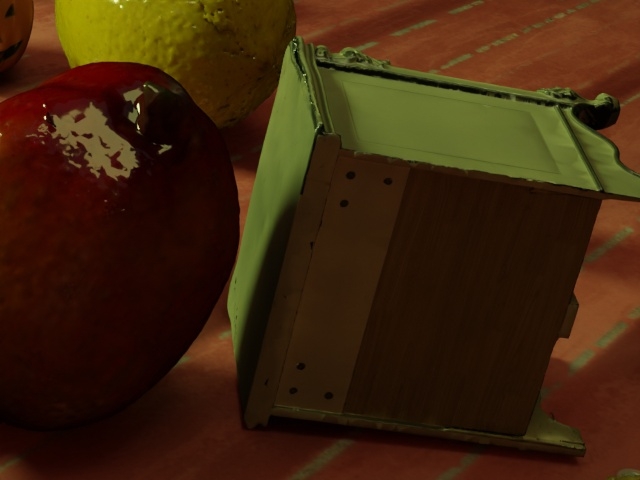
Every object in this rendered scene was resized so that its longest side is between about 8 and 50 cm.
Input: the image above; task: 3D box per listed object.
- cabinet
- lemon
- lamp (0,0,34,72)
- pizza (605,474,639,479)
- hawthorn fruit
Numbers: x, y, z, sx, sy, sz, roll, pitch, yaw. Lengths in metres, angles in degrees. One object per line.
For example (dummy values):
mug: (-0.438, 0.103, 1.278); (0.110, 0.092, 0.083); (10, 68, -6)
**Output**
cabinet: (0.104, 0.008, 1.624); (0.318, 0.290, 0.227); (9, 25, -11)
lemon: (-0.172, -0.257, 2.090); (0.310, 0.258, 0.258); (31, 30, 21)
lamp: (-0.427, -0.280, 2.124); (0.187, 0.164, 0.188); (8, 24, -4)
pizza: (0.267, 0.226, 1.553); (0.108, 0.026, 0.123); (9, 25, -3)
hawthorn fruit: (-0.203, 0.000, 1.487); (0.295, 0.311, 0.295); (37, 1, -1)
